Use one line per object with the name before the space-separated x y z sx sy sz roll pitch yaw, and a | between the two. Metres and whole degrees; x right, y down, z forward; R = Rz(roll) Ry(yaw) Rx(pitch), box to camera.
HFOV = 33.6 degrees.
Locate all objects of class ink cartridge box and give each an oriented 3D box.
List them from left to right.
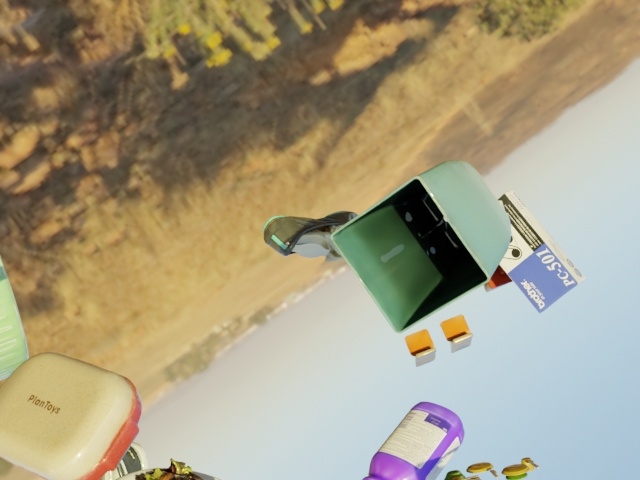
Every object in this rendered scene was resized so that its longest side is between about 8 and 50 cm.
ink cartridge box | 0.370 0.019 1.907 0.097 0.207 0.046 -43 168 31

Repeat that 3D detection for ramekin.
ramekin | -0.552 0.089 1.603 0.148 0.303 0.303 -19 171 -21

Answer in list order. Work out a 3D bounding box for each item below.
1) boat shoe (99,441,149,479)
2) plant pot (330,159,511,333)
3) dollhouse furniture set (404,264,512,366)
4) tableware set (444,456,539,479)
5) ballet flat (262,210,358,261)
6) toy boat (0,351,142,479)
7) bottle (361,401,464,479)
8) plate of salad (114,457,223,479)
boat shoe | -0.376 0.532 1.986 0.114 0.302 0.091 -14 171 25
plant pot | 0.166 -0.015 1.493 0.166 0.165 0.234 -35 -179 33
dollhouse furniture set | 0.237 0.075 2.050 0.259 0.262 0.135 -21 164 -2
tableware set | 0.290 0.397 1.795 0.154 0.024 0.104 -12 -176 -6
ballet flat | 0.000 0.000 2.174 0.280 0.096 0.095 -7 135 -46
toy boat | -0.308 0.238 1.333 0.231 0.151 0.151 12 -120 38
bottle | 0.154 0.425 1.971 0.118 0.092 0.283 14 -134 37
plate of salad | -0.155 0.309 1.229 0.200 0.200 0.048 -32 138 -67
